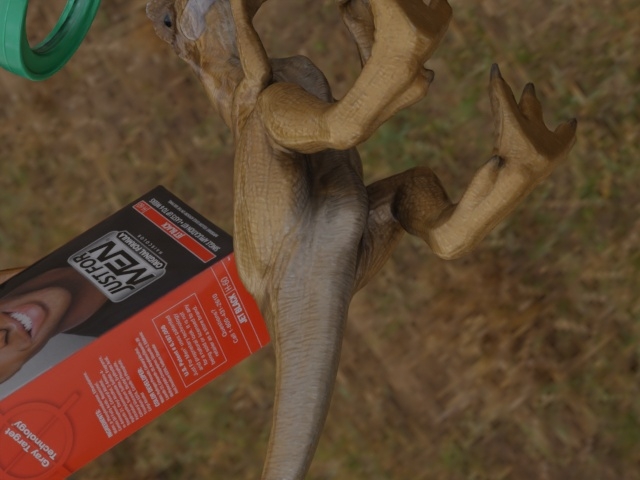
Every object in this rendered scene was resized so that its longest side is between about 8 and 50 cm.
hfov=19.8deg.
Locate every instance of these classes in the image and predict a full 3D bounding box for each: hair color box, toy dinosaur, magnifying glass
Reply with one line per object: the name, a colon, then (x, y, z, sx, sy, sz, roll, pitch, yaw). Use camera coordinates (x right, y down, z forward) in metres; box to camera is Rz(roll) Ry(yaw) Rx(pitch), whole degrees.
hair color box: (-0.092, 0.042, 0.647, 0.072, 0.141, 0.043, 32, 152, 54)
toy dinosaur: (0.000, 0.000, 0.428, 0.064, 0.211, 0.112, 28, 128, -31)
magnifying glass: (-0.122, -0.197, 1.003, 0.026, 0.231, 0.092, 24, 177, 15)

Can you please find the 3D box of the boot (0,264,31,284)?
boot: (-0.244, 0.024, 1.224, 0.096, 0.264, 0.280, 31, 160, -29)
